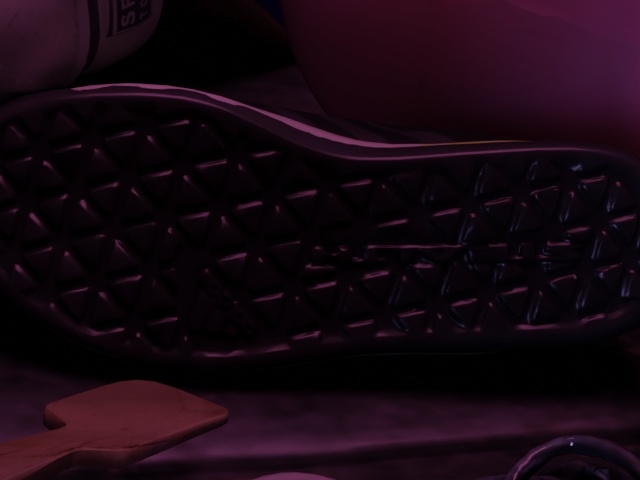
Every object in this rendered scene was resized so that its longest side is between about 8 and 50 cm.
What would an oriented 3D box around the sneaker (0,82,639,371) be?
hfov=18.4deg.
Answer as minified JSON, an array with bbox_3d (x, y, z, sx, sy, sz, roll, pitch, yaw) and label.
[{"bbox_3d":[0.000,0.000,0.633,0.234,0.084,0.097,7,3,-8],"label":"sneaker"}]

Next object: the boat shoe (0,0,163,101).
[{"bbox_3d":[-0.225,-0.084,0.698,0.367,0.136,0.156,15,37,44],"label":"boat shoe"}]

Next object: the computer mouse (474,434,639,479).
[{"bbox_3d":[0.183,0.071,0.474,0.272,0.072,0.188,-4,22,-25],"label":"computer mouse"}]

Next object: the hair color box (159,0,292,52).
[{"bbox_3d":[-0.123,-0.194,0.837,0.185,0.110,0.339,16,-6,24],"label":"hair color box"}]

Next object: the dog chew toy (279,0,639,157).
[{"bbox_3d":[0.153,-0.081,0.712,0.331,0.207,0.206,23,25,18],"label":"dog chew toy"}]

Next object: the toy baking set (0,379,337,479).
[{"bbox_3d":[-0.037,0.089,0.396,0.196,0.030,0.256,1,17,-31],"label":"toy baking set"}]
